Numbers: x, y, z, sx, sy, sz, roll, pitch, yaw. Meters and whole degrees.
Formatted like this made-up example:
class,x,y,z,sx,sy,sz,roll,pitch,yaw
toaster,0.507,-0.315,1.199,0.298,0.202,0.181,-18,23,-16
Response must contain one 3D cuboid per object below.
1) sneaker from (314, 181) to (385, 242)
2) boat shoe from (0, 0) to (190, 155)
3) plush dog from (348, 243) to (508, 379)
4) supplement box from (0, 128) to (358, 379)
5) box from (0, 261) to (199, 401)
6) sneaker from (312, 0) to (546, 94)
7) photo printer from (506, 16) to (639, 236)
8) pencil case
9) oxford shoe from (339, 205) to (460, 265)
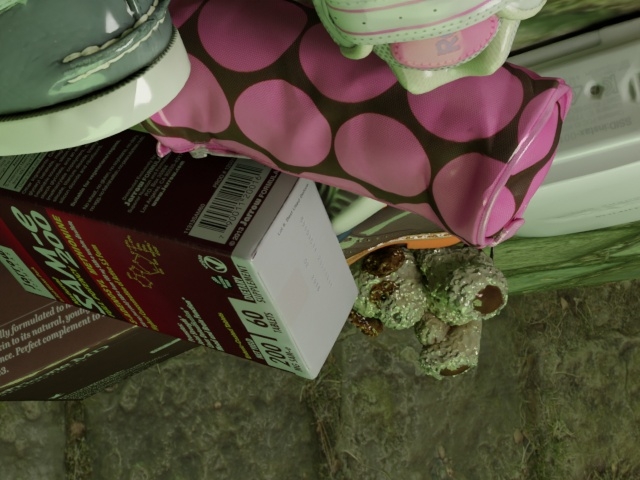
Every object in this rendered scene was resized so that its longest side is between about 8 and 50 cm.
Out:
class,x,y,z,sx,sy,sz,roll,pitch,yaw
sneaker,-0.001,-0.061,0.693,0.148,0.131,0.350,-22,177,-32
boat shoe,-0.219,-0.091,0.432,0.320,0.116,0.099,-4,129,14
plush dog,0.150,0.071,1.546,0.226,0.210,0.262,6,141,-6
supplement box,-0.108,-0.003,0.616,0.240,0.073,0.130,13,148,28
box,-0.264,0.085,1.116,0.191,0.143,0.381,-24,170,-1
sneaker,0.036,-0.121,0.332,0.103,0.111,0.252,-12,170,17
photo printer,0.230,-0.076,0.804,0.256,0.107,0.308,-14,169,28
pencil case,0.011,-0.061,0.488,0.209,0.098,0.095,20,-161,19
oxford shoe,0.043,-0.037,0.985,0.272,0.096,0.098,-12,155,-20
